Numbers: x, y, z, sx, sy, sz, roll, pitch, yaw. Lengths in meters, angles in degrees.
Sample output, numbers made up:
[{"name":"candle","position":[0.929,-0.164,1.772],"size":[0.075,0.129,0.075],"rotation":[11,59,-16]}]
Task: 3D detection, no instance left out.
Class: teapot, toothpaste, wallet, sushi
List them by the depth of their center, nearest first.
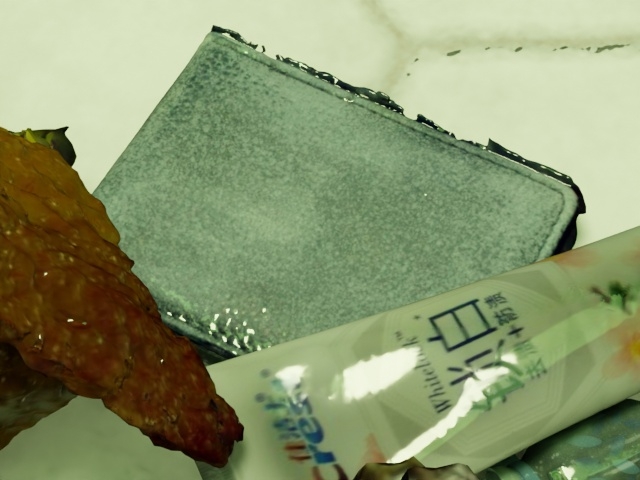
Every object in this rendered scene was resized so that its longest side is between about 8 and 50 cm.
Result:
[{"name":"sushi","position":[-0.184,0.018,0.625],"size":[0.296,0.179,0.166],"rotation":[-6,81,25]},{"name":"toothpaste","position":[0.100,0.043,0.636],"size":[0.323,0.066,0.100],"rotation":[-21,62,-12]},{"name":"teapot","position":[0.112,0.096,0.643],"size":[0.083,0.049,0.063],"rotation":[-21,80,-13]},{"name":"wallet","position":[0.000,0.001,0.707],"size":[0.222,0.036,0.167],"rotation":[24,64,14]}]

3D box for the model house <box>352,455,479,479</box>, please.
[{"name":"model house","position":[-0.083,0.256,0.404],"size":[0.283,0.317,0.297],"rotation":[-1,35,-13]}]
